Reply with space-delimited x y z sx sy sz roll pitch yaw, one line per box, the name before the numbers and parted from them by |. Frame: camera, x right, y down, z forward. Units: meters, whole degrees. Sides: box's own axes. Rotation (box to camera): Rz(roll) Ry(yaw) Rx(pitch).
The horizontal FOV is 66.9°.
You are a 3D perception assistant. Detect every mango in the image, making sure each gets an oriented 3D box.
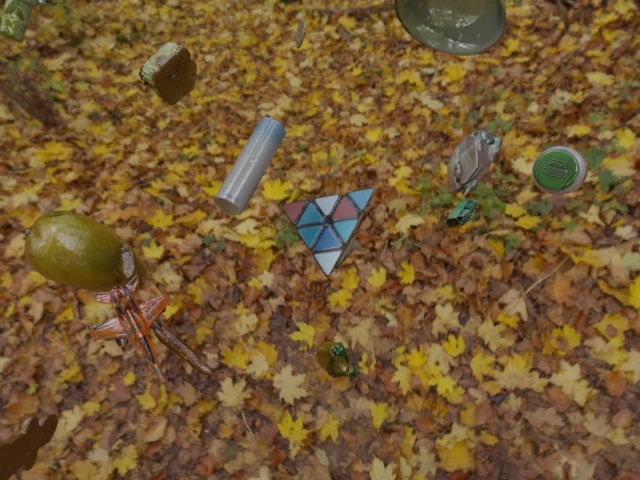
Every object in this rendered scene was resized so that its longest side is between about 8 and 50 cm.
mango | -0.429 0.034 0.919 0.167 0.262 0.130 24 79 17

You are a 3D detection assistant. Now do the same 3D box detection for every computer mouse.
computer mouse | 0.514 -0.275 1.697 0.115 0.199 0.389 35 49 -1

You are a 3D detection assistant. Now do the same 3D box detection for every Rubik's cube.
Rubik's cube | 0.000 0.000 1.333 0.250 0.284 0.234 16 46 -8

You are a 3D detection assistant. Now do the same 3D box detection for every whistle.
whistle | -0.479 -0.422 0.787 0.057 0.104 0.198 23 99 55

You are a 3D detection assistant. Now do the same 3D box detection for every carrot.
carrot | -0.289 0.236 1.032 0.165 0.035 0.035 37 70 9

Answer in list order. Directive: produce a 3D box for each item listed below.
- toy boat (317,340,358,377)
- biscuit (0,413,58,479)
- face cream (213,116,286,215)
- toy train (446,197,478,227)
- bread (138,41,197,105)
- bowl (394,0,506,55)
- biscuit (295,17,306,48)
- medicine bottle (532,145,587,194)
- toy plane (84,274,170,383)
toy boat | 0.047 0.321 1.305 0.088 0.229 0.089 15 66 24
biscuit | -0.682 0.472 1.115 0.031 0.205 0.138 11 104 7
face cream | -0.169 -0.183 1.184 0.077 0.077 0.250 19 68 17
toy train | 0.466 -0.092 1.584 0.071 0.038 0.148 -9 26 43
bread | -0.393 -0.440 1.282 0.069 0.128 0.140 35 79 28
bowl | 0.371 -0.667 1.316 0.313 0.313 0.146 22 79 18
biscuit | -0.080 -0.829 1.938 0.015 0.120 0.120 6 58 -19
medicine bottle | 0.669 -0.193 1.353 0.134 0.274 0.133 4 99 30
toy plane | -0.307 0.157 0.821 0.135 0.188 0.062 -27 15 -22
